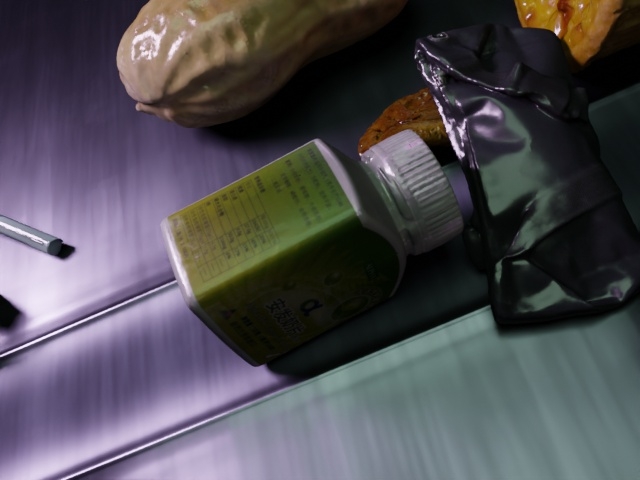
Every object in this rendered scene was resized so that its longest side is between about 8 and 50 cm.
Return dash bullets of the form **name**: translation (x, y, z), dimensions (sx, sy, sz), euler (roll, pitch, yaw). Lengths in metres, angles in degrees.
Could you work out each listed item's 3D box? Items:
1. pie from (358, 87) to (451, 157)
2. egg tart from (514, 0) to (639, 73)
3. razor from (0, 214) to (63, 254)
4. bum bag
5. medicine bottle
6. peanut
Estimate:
- **pie**: translation (0.123, -0.113, 0.527), dimensions (0.191, 0.033, 0.088), euler (-12, 46, 3)
- **egg tart**: translation (0.254, -0.243, 0.484), dimensions (0.147, 0.202, 0.202), euler (-8, 57, -3)
- **razor**: translation (-0.352, -0.024, 0.629), dimensions (0.211, 0.036, 0.084), euler (16, 68, 27)
- **bum bag**: translation (0.155, -0.063, 0.450), dimensions (0.123, 0.060, 0.248), euler (-15, 78, 2)
- **medicine bottle**: translation (0.000, 0.000, 0.438), dimensions (0.189, 0.132, 0.088), euler (-28, 55, 0)
- **peanut**: translation (-0.048, -0.216, 0.586), dimensions (0.313, 0.149, 0.149), euler (-31, 55, -10)
